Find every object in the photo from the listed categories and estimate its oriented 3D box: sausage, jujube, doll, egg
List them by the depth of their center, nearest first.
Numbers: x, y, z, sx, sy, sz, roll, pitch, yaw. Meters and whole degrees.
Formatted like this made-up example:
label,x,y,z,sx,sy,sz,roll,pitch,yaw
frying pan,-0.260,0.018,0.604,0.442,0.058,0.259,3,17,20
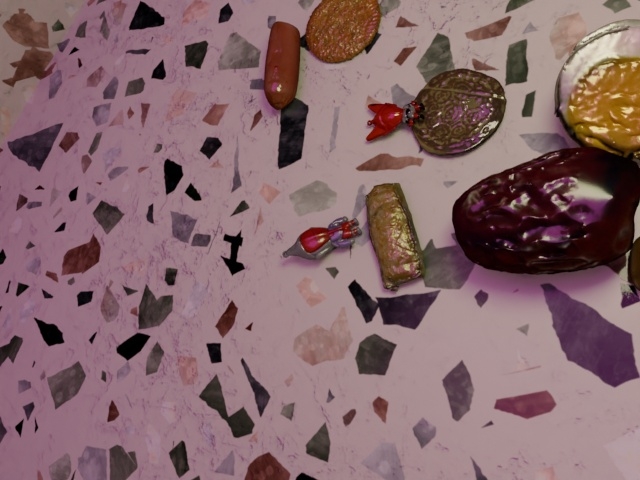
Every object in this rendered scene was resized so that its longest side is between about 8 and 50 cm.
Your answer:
label,x,y,z,sx,sy,sz,roll,pitch,yaw
jujube,0.480,-0.054,1.133,0.376,0.258,0.258,-16,69,35
egg,0.653,-0.314,1.156,0.286,0.174,0.264,47,113,8
doll,0.197,-0.333,1.439,0.169,0.057,0.109,-6,74,41
doll,0.000,0.000,1.448,0.227,0.075,0.102,-24,52,9
sausage,-0.116,-0.525,1.625,0.113,0.113,0.259,-2,77,26

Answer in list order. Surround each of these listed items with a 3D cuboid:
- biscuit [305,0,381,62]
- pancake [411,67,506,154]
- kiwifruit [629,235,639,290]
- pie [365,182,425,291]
label,x,y,z,sx,sy,sz,roll,pitch,yaw
biscuit,0.065,-0.655,1.613,0.254,0.035,0.254,-7,74,26
pancake,0.348,-0.332,1.386,0.250,0.031,0.250,-7,74,25
kiwifruit,0.678,0.046,1.097,0.075,0.075,0.124,5,75,28
pie,0.184,-0.013,1.365,0.128,0.068,0.282,-19,73,22
